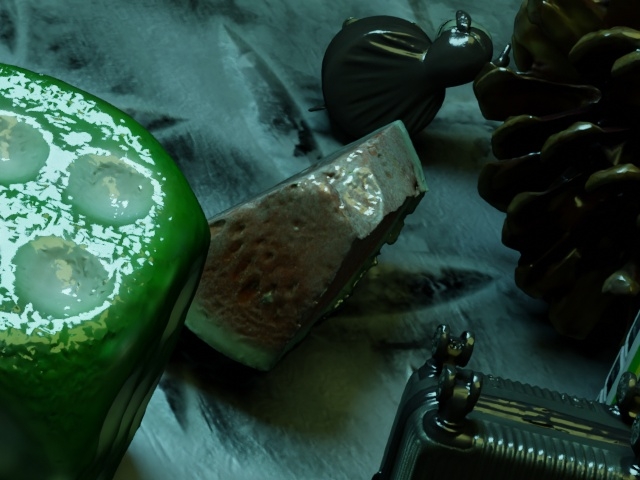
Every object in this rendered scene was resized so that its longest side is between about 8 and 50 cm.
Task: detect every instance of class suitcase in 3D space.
[{"bbox_3d":[0.123,0.231,1.396,0.202,0.312,0.128,15,22,-7],"label":"suitcase"}]

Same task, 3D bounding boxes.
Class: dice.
[{"bbox_3d":[-0.267,0.062,1.412,0.297,0.300,0.287,24,40,0],"label":"dice"}]

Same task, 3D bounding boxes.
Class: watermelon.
[{"bbox_3d":[0.000,0.000,1.697,0.318,0.226,0.148,-31,89,-33],"label":"watermelon"}]

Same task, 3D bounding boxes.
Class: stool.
[{"bbox_3d":[0.090,-0.181,1.978,0.217,0.125,0.121,-21,21,12],"label":"stool"}]

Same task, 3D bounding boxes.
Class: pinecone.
[{"bbox_3d":[0.305,-0.057,1.810,0.384,0.384,0.384,14,39,-12],"label":"pinecone"}]

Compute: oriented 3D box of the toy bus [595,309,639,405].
[{"bbox_3d":[0.281,0.182,1.548,0.143,0.305,0.179,16,26,-8],"label":"toy bus"}]
